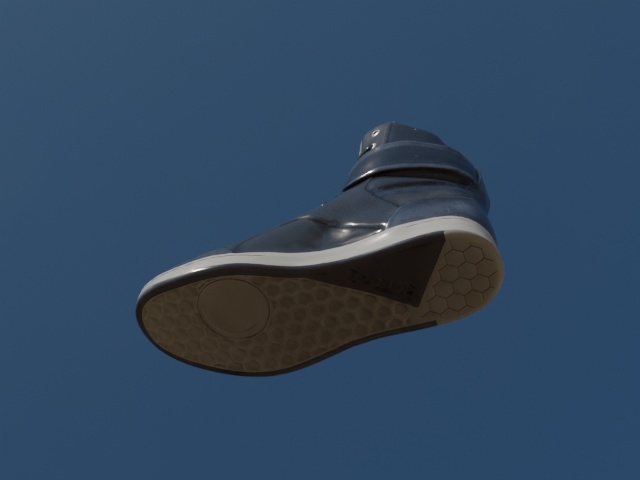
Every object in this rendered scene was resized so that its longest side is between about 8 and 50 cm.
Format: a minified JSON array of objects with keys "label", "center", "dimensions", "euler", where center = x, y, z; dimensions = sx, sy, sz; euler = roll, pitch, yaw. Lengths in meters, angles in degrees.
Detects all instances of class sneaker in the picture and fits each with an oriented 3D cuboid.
[{"label":"sneaker","center":[0.001,0.001,0.859],"dimensions":[0.226,0.163,0.086],"euler":[-11,-60,9]}]
